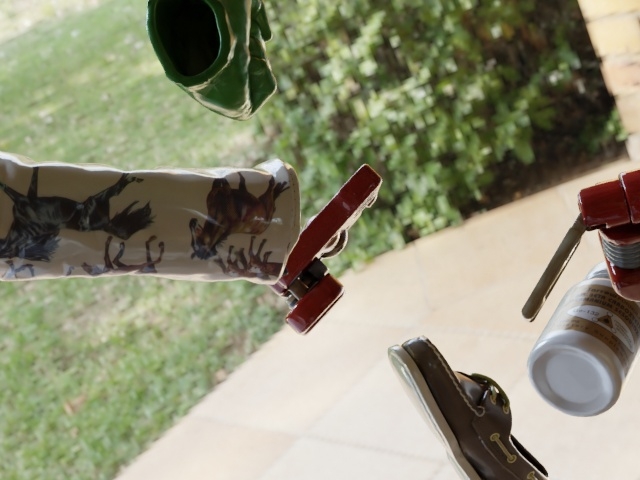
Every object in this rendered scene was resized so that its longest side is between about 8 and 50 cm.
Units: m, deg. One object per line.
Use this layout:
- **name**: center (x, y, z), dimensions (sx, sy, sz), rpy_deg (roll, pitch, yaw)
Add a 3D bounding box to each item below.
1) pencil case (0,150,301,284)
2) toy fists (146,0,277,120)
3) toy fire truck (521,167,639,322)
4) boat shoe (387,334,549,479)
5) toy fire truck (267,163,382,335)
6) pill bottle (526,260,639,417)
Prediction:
- **pencil case**: center (-0.234, -0.028, 1.607), dimensions (0.410, 0.160, 0.183), rpy_deg (1, 5, -10)
- **toy fists**: center (-0.119, -0.248, 1.247), dimensions (0.096, 0.279, 0.142), rpy_deg (-25, -14, 10)
- **toy fire truck**: center (0.325, 0.009, 1.385), dimensions (0.246, 0.217, 0.158), rpy_deg (-14, 59, 8)
- **boat shoe**: center (0.178, 0.212, 1.519), dimensions (0.096, 0.324, 0.116), rpy_deg (-33, 36, -2)
- **toy fire truck**: center (0.000, 0.000, 1.993), dimensions (0.254, 0.169, 0.302), rpy_deg (-46, -4, -2)
- **pill bottle**: center (0.381, 0.127, 1.788), dimensions (0.131, 0.131, 0.229), rpy_deg (-8, 26, 35)
